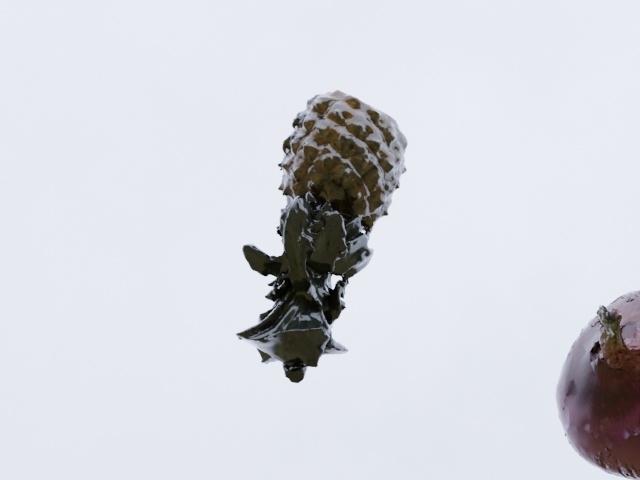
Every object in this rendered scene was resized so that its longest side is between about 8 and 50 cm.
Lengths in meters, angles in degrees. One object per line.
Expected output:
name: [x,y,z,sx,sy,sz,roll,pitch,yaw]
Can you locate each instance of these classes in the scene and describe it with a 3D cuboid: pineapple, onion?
pineapple: [0.000,0.000,0.801,0.119,0.237,0.111,32,-29,-27]
onion: [0.228,0.092,0.704,0.150,0.150,0.140,-26,-40,23]
